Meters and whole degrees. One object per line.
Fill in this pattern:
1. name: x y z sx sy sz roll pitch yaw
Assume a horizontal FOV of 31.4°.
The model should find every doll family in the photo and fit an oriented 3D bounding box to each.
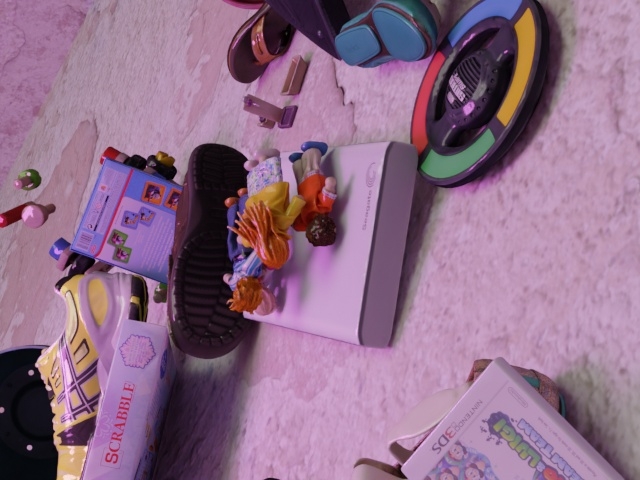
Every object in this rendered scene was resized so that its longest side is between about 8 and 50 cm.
1. doll family: -0.076 -0.002 1.386 0.263 0.118 0.163 -51 38 47

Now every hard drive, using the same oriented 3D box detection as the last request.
1. hard drive: -0.041 -0.381 1.661 0.054 0.172 0.254 -35 45 -8
2. hard drive: 0.000 0.000 1.421 0.353 0.047 0.233 4 85 64

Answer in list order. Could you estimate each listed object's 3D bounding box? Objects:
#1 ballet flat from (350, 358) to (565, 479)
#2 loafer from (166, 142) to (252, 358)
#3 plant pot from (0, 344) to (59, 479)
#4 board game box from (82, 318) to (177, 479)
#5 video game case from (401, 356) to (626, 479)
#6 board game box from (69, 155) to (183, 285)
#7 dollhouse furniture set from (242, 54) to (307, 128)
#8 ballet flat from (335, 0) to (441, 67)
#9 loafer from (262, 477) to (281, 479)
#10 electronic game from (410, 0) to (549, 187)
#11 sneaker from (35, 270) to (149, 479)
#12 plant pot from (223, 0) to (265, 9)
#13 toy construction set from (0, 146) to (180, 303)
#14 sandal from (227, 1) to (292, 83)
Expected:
1. ballet flat: 0.092 0.215 1.047 0.316 0.106 0.107 -55 21 29
2. loafer: -0.160 0.029 1.694 0.130 0.134 0.365 121 159 -50
3. plant pot: -0.485 0.312 1.946 0.235 0.293 0.293 -172 102 -81
4. board game box: -0.275 0.302 1.621 0.318 0.066 0.317 105 177 -71
5. video game case: 0.158 0.198 0.926 0.157 0.019 0.143 46 120 19
6. board game box: -0.275 -0.023 1.833 0.039 0.212 0.160 -140 72 -78
7. dollhouse furniture set: -0.081 -0.239 1.759 0.091 0.081 0.114 7 78 64
8. ballet flat: 0.099 -0.268 1.415 0.087 0.083 0.247 -34 15 -16
9. loafer: -0.063 0.316 1.329 0.223 0.076 0.078 -4 63 58
10. electronic game: 0.169 -0.166 1.244 0.229 0.048 0.229 -43 37 44
11. sneaker: -0.372 0.236 1.787 0.145 0.147 0.384 91 -171 -82
12. plant pot: -0.108 -0.501 1.902 0.201 0.201 0.180 -61 12 18
13. toy construction set: -0.374 -0.056 1.991 0.237 0.309 0.257 -52 -31 -73
14. sandal: -0.076 -0.333 1.844 0.219 0.090 0.060 -47 55 28
